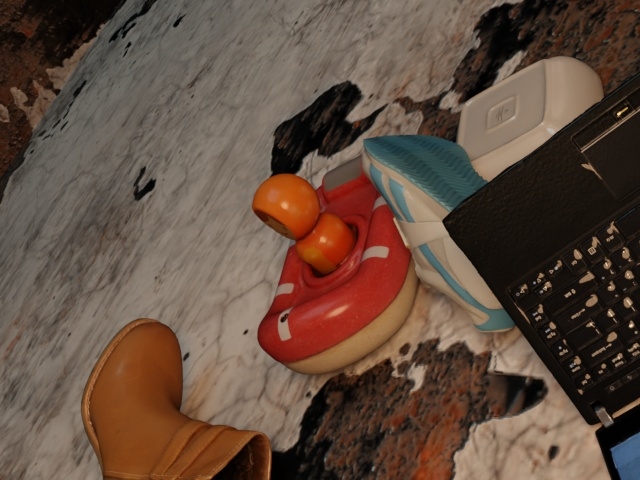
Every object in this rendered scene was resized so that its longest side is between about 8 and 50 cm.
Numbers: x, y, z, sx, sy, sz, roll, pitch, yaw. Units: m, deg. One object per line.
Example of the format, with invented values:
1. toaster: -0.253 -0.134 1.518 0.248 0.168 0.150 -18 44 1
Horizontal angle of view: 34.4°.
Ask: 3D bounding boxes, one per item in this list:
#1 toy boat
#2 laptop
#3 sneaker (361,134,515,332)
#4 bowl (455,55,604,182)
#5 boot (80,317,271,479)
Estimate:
1. toy boat: 0.000 0.000 0.916 0.151 0.151 0.231 -25 37 39
2. laptop: 0.219 0.035 0.576 0.234 0.264 0.136 -37 -6 21
3. sneaker: 0.094 -0.017 0.832 0.229 0.087 0.092 -127 36 -51
4. bowl: 0.171 -0.095 0.892 0.142 0.053 0.142 -26 35 36
5. boot: -0.133 0.181 0.931 0.220 0.109 0.283 -22 41 43
